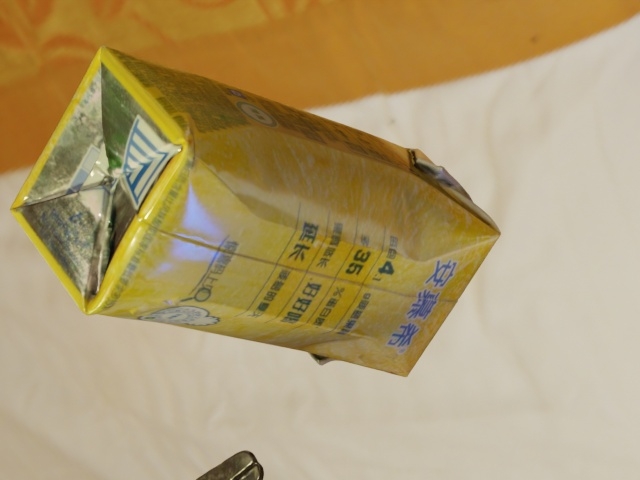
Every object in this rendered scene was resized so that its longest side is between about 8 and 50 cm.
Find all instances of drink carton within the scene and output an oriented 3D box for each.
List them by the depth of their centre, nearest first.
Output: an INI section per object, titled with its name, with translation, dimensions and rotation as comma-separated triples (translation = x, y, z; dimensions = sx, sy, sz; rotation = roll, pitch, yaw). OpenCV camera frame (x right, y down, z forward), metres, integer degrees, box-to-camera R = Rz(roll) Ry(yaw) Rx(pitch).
[drink carton]
translation = 0.000, 0.000, 0.581
dimensions = 0.074, 0.200, 0.084
rotation = 45, 112, 43

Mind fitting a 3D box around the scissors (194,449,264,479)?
[scissors]
translation = -0.141, 0.199, 0.917
dimensions = 0.317, 0.024, 0.160
rotation = -37, 53, 27
